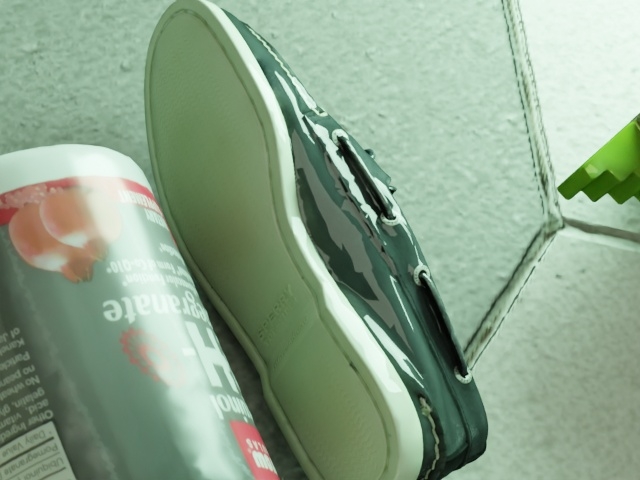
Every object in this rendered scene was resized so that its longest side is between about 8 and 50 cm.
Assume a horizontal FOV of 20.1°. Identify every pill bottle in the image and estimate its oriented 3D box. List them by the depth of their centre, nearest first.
[{"bbox_3d":[-0.120,0.123,0.968,0.176,0.176,0.318,-20,69,-13],"label":"pill bottle"}]

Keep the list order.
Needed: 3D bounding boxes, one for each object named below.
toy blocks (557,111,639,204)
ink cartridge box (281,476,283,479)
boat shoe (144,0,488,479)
[{"bbox_3d":[0.376,-0.063,1.116,0.381,0.191,0.261,-41,87,-19],"label":"toy blocks"},{"bbox_3d":[-0.008,0.179,1.022,0.028,0.048,0.083,-2,67,-6],"label":"ink cartridge box"},{"bbox_3d":[0.002,-0.002,1.075,0.113,0.127,0.340,-5,54,-40],"label":"boat shoe"}]
